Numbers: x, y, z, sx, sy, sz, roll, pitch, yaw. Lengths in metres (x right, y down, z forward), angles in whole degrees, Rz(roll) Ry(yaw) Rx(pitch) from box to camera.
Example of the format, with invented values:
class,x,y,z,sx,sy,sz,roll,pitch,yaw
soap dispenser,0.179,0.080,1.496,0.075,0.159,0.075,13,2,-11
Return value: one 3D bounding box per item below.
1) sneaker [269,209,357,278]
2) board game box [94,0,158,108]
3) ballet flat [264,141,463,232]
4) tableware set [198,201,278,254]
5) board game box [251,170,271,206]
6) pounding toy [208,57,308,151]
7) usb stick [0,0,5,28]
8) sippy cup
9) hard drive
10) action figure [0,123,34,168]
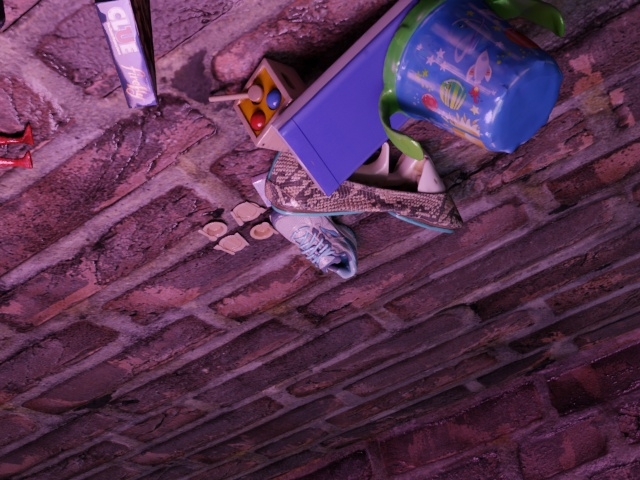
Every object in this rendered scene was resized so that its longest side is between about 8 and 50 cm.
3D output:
class,x,y,z,sx,sy,sz,roll,pitch,yaw
sneaker,0.000,0.000,1.552,0.110,0.122,0.283,-34,140,26
board game box,-0.262,-0.322,0.918,0.042,0.243,0.165,-10,145,-6
ballet flat,0.123,-0.124,1.415,0.482,0.164,0.182,6,114,-26
tableware set,-0.184,-0.024,1.547,0.168,0.020,0.141,-26,143,17
board game box,-0.089,-0.117,1.450,0.090,0.020,0.090,-20,144,6
pounding toy,-0.101,-0.241,1.194,0.100,0.141,0.130,5,136,-47
usb stick,-0.582,-0.282,1.007,0.278,0.077,0.045,-24,149,14
sippy cup,0.259,-0.265,1.123,0.240,0.224,0.306,3,123,-45
hard drive,0.080,-0.245,1.190,0.318,0.040,0.210,-44,144,-2
action figure,-0.632,-0.182,1.124,0.280,0.092,0.139,-3,150,-16
